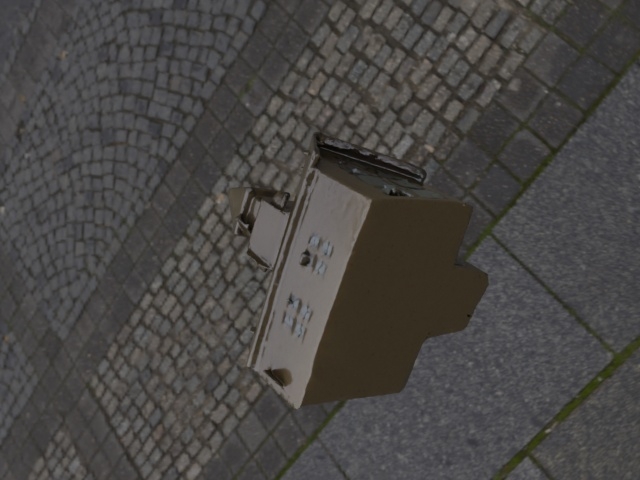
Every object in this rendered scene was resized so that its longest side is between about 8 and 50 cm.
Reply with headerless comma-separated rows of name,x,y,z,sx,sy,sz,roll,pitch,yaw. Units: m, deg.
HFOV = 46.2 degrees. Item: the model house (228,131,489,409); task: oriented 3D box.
model house,0.000,0.000,0.646,0.248,0.176,0.180,36,113,46
